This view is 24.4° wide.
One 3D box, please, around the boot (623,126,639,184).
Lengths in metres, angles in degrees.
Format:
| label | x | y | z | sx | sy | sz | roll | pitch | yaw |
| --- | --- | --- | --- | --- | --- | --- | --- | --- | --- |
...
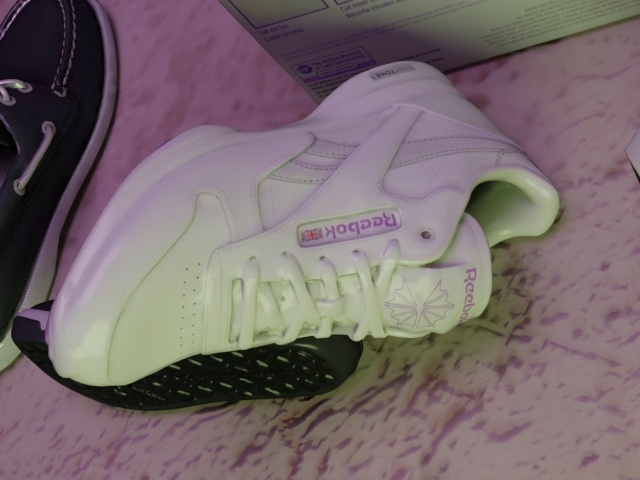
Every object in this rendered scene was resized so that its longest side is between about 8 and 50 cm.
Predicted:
| label | x | y | z | sx | sy | sz | roll | pitch | yaw |
| --- | --- | --- | --- | --- | --- | --- | --- | --- | --- |
| boot | 0.274 | -0.004 | 0.706 | 0.176 | 0.088 | 0.244 | -40 | 60 | 7 |

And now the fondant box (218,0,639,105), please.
| label | x | y | z | sx | sy | sz | roll | pitch | yaw |
| --- | --- | --- | --- | --- | --- | --- | --- | --- | --- |
| fondant box | 0.026 | -0.218 | 0.811 | 0.238 | 0.330 | 0.096 | -14 | 59 | 25 |

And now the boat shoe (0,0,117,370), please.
| label | x | y | z | sx | sy | sz | roll | pitch | yaw |
| --- | --- | --- | --- | --- | --- | --- | --- | --- | --- |
| boat shoe | -0.223 | -0.060 | 1.034 | 0.114 | 0.091 | 0.303 | -7 | 63 | 29 |

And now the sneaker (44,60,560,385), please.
| label | x | y | z | sx | sy | sz | roll | pitch | yaw |
| --- | --- | --- | --- | --- | --- | --- | --- | --- | --- |
| sneaker | 0.000 | 0.000 | 0.784 | 0.305 | 0.114 | 0.152 | -29 | 54 | -31 |

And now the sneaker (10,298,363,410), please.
| label | x | y | z | sx | sy | sz | roll | pitch | yaw |
| --- | --- | --- | --- | --- | --- | --- | --- | --- | --- |
| sneaker | -0.072 | 0.043 | 0.903 | 0.234 | 0.084 | 0.097 | -1 | 54 | 20 |
